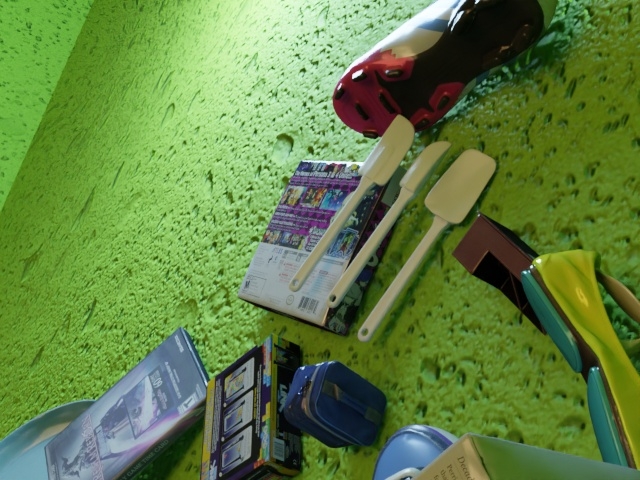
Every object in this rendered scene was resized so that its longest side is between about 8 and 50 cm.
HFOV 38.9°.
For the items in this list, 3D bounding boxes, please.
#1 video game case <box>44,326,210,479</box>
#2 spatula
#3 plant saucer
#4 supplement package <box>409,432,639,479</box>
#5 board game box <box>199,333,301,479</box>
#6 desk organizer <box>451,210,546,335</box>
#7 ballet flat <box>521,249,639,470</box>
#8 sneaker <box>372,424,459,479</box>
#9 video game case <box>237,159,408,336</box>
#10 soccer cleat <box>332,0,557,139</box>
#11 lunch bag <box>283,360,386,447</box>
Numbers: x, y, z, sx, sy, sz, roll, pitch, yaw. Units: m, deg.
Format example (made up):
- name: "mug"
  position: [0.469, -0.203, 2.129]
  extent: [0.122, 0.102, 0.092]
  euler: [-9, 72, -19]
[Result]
- name: "video game case"
  position: [-0.272, 0.261, 1.276]
  extent: [0.274, 0.026, 0.196]
  euler: [-41, 30, -1]
- name: "spatula"
  position: [0.073, -0.016, 1.007]
  extent: [0.168, 0.019, 0.242]
  euler: [34, 89, 39]
- name: "plant saucer"
  position: [-0.429, 0.370, 1.371]
  extent: [0.317, 0.044, 0.318]
  euler: [-23, 28, 13]
- name: "supplement package"
  position: [0.144, 0.260, 0.477]
  extent: [0.145, 0.204, 0.262]
  euler: [-46, 45, 25]
- name: "board game box"
  position: [-0.083, 0.218, 1.074]
  extent: [0.141, 0.048, 0.170]
  euler: [-40, 36, 36]
- name: "desk organizer"
  position: [0.176, 0.028, 0.837]
  extent: [0.050, 0.047, 0.130]
  euler: [-56, 29, 13]
- name: "ballet flat"
  position: [0.223, 0.094, 0.678]
  extent: [0.077, 0.077, 0.231]
  euler: [-17, 49, 1]
- name: "sneaker"
  position: [0.035, 0.243, 0.674]
  extent: [0.130, 0.236, 0.323]
  euler: [-44, 34, 27]
- name: "video game case"
  position: [0.000, 0.000, 1.139]
  extent: [0.232, 0.041, 0.210]
  euler: [9, 72, 59]
- name: "soccer cleat"
  position: [0.150, -0.223, 1.060]
  extent: [0.331, 0.116, 0.143]
  euler: [-25, 23, 49]
- name: "lunch bag"
  position: [0.016, 0.164, 0.915]
  extent: [0.065, 0.098, 0.067]
  euler: [-18, 45, 47]
